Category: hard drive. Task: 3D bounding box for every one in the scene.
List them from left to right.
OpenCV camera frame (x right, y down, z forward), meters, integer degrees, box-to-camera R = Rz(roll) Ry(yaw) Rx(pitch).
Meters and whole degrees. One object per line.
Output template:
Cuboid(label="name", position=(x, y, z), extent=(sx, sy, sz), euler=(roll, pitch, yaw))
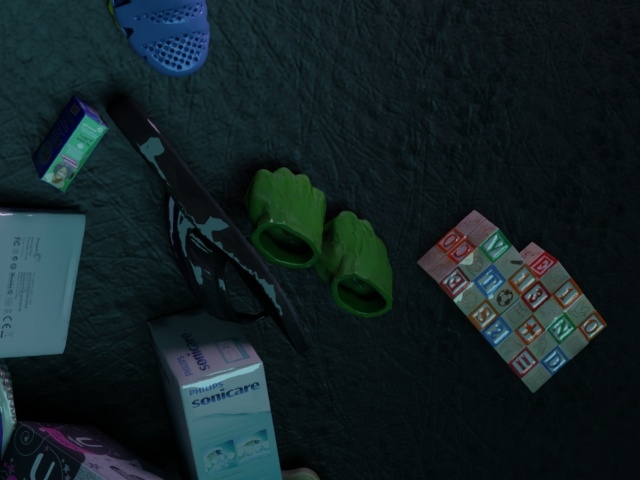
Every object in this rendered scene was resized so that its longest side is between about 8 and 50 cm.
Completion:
Cuboid(label="hard drive", position=(-0.478, 0.058, 1.436), extent=(0.318, 0.040, 0.210), euler=(1, 108, -40))

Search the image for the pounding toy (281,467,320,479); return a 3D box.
Cuboid(label="pounding toy", position=(-0.019, 0.480, 1.823), extent=(0.154, 0.155, 0.269), euler=(-26, 111, 24))

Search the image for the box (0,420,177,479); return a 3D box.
Cuboid(label="box", position=(-0.312, 0.363, 1.501), extent=(0.163, 0.247, 0.142), euler=(21, 91, -59))

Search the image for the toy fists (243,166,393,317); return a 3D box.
Cuboid(label="toy fists", position=(0.000, 0.000, 1.596), extent=(0.279, 0.142, 0.096), euler=(34, 128, -28))

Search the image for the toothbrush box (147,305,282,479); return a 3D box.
Cuboid(label="toothbrush box", position=(-0.152, 0.272, 1.605), extent=(0.126, 0.216, 0.296), euler=(-16, 114, -15))

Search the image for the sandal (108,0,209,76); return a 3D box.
Cuboid(label="sandal", position=(-0.215, -0.352, 1.374), extent=(0.126, 0.138, 0.317), euler=(-23, 119, -12))

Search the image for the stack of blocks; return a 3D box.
Cuboid(label="stack of blocks", position=(0.316, 0.088, 1.774), extent=(0.171, 0.087, 0.297), euler=(-43, 119, 0))

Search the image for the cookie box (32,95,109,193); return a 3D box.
Cuboid(label="cookie box", position=(-0.334, -0.129, 1.445), extent=(0.040, 0.092, 0.107), euler=(31, 98, -30))

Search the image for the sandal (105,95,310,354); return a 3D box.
Cuboid(label="sandal", position=(-0.172, 0.000, 1.523), extent=(0.107, 0.167, 0.446), euler=(-39, 110, -6))

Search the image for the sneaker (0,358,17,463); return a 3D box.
Cuboid(label="sneaker", position=(-0.509, 0.294, 1.547), extent=(0.146, 0.102, 0.293), euler=(-4, 112, -18))
